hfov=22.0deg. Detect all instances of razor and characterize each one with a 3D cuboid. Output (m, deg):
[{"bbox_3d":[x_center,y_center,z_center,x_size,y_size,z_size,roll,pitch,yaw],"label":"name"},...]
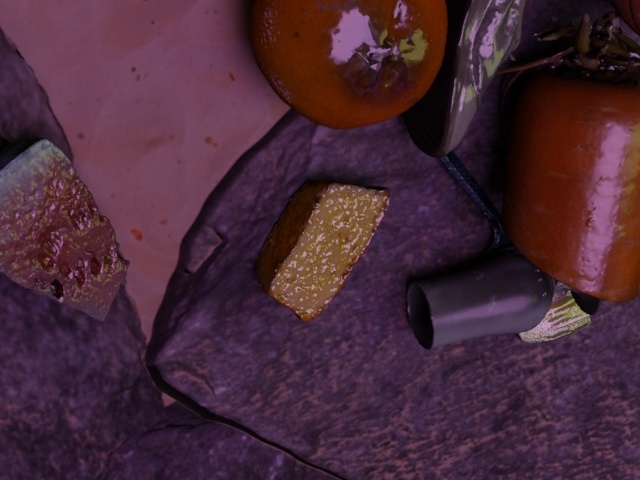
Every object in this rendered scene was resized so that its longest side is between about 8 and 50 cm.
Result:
[{"bbox_3d":[0.187,-0.057,2.020,0.066,0.033,0.190,-17,127,31],"label":"razor"}]

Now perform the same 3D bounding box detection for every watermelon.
[{"bbox_3d":[-0.295,0.003,1.784,0.154,0.094,0.241,-49,126,-11],"label":"watermelon"}]

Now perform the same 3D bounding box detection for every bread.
[{"bbox_3d":[0.000,0.000,1.931,0.103,0.065,0.187,24,102,-31],"label":"bread"}]

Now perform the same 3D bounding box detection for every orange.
[{"bbox_3d":[0.037,-0.226,1.779,0.224,0.170,0.224,-11,119,-21],"label":"orange"}]

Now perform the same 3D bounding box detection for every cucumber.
[{"bbox_3d":[0.296,0.095,2.138,0.107,0.035,0.067,-20,101,-16],"label":"cucumber"}]

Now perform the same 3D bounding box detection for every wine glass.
[{"bbox_3d":[0.227,0.068,2.049,0.231,0.103,0.103,-12,118,-15],"label":"wine glass"}]

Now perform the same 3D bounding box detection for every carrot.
[{"bbox_3d":[0.316,-0.117,1.957,0.193,0.214,0.331,-8,116,-41],"label":"carrot"}]

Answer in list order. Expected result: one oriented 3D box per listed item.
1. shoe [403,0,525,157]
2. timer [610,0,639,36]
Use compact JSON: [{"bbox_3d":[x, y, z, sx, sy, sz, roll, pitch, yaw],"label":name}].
[{"bbox_3d":[0.174,-0.226,1.888,0.098,0.103,0.275,9,108,-31],"label":"shoe"},{"bbox_3d":[0.444,-0.326,1.908,0.229,0.215,0.230,-12,123,-19],"label":"timer"}]
